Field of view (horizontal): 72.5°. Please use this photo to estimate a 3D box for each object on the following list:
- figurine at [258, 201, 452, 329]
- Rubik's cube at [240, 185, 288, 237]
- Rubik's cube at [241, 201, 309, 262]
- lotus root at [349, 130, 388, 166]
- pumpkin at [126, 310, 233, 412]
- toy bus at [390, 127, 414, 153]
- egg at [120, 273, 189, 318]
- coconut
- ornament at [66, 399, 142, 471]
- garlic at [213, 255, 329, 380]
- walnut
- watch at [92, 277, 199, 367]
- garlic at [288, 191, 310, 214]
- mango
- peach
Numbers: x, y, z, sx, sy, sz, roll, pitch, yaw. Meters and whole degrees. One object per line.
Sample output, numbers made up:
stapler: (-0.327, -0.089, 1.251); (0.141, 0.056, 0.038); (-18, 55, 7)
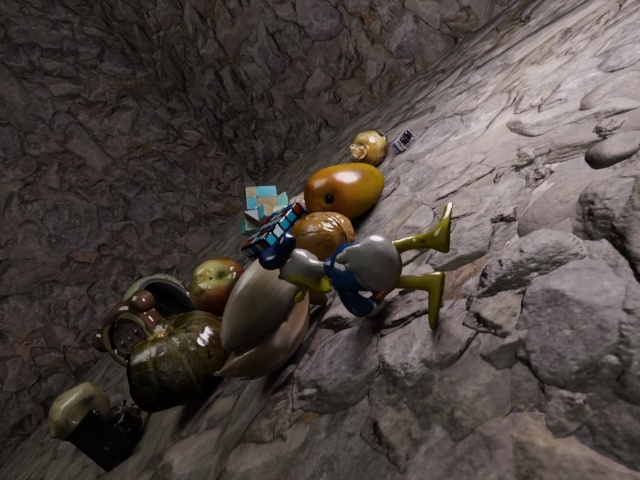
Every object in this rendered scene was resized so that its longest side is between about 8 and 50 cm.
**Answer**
figurine: (0.054, 0.041, 0.807); (0.283, 0.339, 0.204); (56, -137, -71)
Rubik's cube: (-0.237, -0.096, 1.897); (0.265, 0.225, 0.212); (101, 161, -59)
Rubik's cube: (-0.108, 0.014, 1.394); (0.184, 0.182, 0.187); (-22, 26, 54)
lotus root: (0.199, -0.367, 1.724); (0.154, 0.140, 0.257); (-47, 0, 37)
pumpkin: (-0.350, 0.329, 1.194); (0.233, 0.241, 0.325); (-10, 18, 7)
toy bus: (0.306, -0.375, 1.643); (0.058, 0.052, 0.102); (-28, 20, 47)
egg: (-0.727, 0.293, 1.921); (0.288, 0.287, 0.379); (-39, 1, 12)
coconut: (-0.917, 0.653, 1.644); (0.224, 0.224, 0.224); (-39, 17, 14)
ornament: (-0.592, 0.540, 1.303); (0.153, 0.166, 0.196); (-47, 1, 21)
garlic: (-0.099, 0.156, 0.950); (0.132, 0.278, 0.325); (10, 35, 26)
walnut: (0.000, 0.000, 1.225); (0.207, 0.167, 0.167); (-21, 27, 47)
watch: (-0.585, 0.321, 1.603); (0.314, 0.335, 0.327); (-43, -4, 20)
garlic: (-0.054, -0.153, 1.835); (0.147, 0.101, 0.159); (-33, -4, 36)
mango: (0.084, -0.157, 1.367); (0.212, 0.172, 0.317); (-9, 12, 40)
peach: (-0.362, 0.169, 1.553); (0.214, 0.214, 0.235); (-53, -2, -31)
